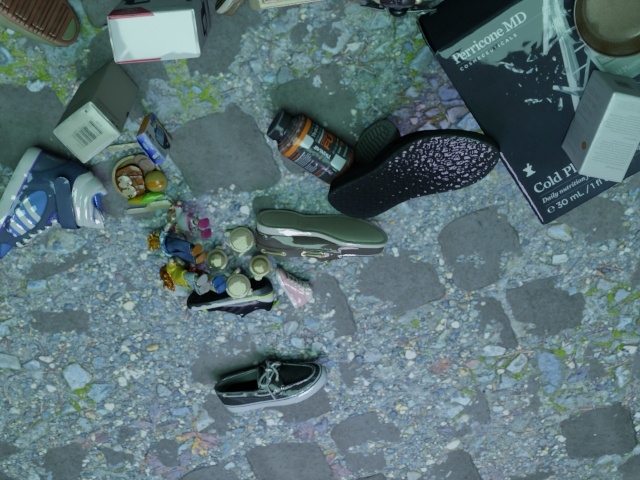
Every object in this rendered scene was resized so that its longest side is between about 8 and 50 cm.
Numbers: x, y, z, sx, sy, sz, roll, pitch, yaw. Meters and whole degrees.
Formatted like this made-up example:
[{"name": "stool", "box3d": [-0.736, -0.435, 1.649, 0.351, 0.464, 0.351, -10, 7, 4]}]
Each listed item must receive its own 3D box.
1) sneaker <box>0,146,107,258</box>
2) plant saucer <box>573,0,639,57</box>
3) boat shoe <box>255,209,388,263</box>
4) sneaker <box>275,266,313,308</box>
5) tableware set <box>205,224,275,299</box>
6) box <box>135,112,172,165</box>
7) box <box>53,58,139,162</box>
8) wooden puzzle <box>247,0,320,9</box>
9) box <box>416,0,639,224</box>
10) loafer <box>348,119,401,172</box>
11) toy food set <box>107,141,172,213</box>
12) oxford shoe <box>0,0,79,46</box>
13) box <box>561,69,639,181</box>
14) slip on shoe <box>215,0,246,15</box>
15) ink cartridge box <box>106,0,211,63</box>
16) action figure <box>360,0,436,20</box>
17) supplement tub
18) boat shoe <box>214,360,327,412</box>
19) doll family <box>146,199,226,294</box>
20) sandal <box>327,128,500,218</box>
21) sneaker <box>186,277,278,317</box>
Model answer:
[{"name": "sneaker", "box3d": [-0.641, -0.045, 2.008, 0.236, 0.130, 0.323, 27, 110, -12]}, {"name": "plant saucer", "box3d": [0.562, -0.437, 1.555, 0.199, 0.036, 0.198, 0, 118, -1]}, {"name": "boat shoe", "box3d": [0.000, 0.000, 2.073, 0.324, 0.116, 0.096, 7, 124, -1]}, {"name": "sneaker", "box3d": [-0.063, 0.111, 2.168, 0.070, 0.051, 0.134, -24, 121, 9]}, {"name": "tableware set", "box3d": [-0.204, 0.056, 2.113, 0.141, 0.020, 0.168, -35, 97, -1]}, {"name": "box", "box3d": [-0.377, -0.228, 1.910, 0.028, 0.136, 0.081, -29, 117, 13]}, {"name": "box", "box3d": [-0.472, -0.280, 1.797, 0.113, 0.275, 0.094, -33, 116, 17]}, {"name": "wooden puzzle", "box3d": [-0.052, -0.607, 1.765, 0.239, 0.044, 0.221, -5, 120, 7]}, {"name": "box", "box3d": [0.538, -0.378, 1.777, 0.480, 0.297, 0.472, -32, 114, 15]}, {"name": "loafer", "box3d": [0.125, -0.177, 1.999, 0.087, 0.094, 0.251, 5, 133, -33]}, {"name": "toy food set", "box3d": [-0.433, -0.145, 2.012, 0.132, 0.038, 0.192, -10, 120, 4]}, {"name": "oxford shoe", "box3d": [-0.696, -0.523, 1.758, 0.397, 0.140, 0.146, 33, 144, -24]}, {"name": "box", "box3d": [0.551, -0.220, 1.621, 0.091, 0.130, 0.170, 11, 120, -8]}, {"name": "slip on shoe", "box3d": [-0.171, -0.525, 1.788, 0.041, 0.051, 0.135, 23, 135, -32]}, {"name": "ink cartridge box", "box3d": [-0.325, -0.447, 1.731, 0.172, 0.237, 0.100, -5, 117, 1]}, {"name": "action figure", "box3d": [0.162, -0.569, 1.743, 0.185, 0.099, 0.285, -4, 142, 4]}, {"name": "supplement tub", "box3d": [-0.025, -0.219, 1.948, 0.198, 0.106, 0.106, 31, 114, -19]}, {"name": "boat shoe", "box3d": [-0.138, 0.378, 2.282, 0.306, 0.113, 0.105, -13, 134, 15]}, {"name": "doll family", "box3d": [-0.346, 0.039, 2.058, 0.163, 0.118, 0.263, 15, 127, 37]}, {"name": "sandal", "box3d": [0.188, -0.168, 1.832, 0.446, 0.107, 0.167, -18, 137, 43]}, {"name": "sneaker", "box3d": [-0.226, 0.167, 2.173, 0.235, 0.084, 0.097, -9, 121, 3]}]
